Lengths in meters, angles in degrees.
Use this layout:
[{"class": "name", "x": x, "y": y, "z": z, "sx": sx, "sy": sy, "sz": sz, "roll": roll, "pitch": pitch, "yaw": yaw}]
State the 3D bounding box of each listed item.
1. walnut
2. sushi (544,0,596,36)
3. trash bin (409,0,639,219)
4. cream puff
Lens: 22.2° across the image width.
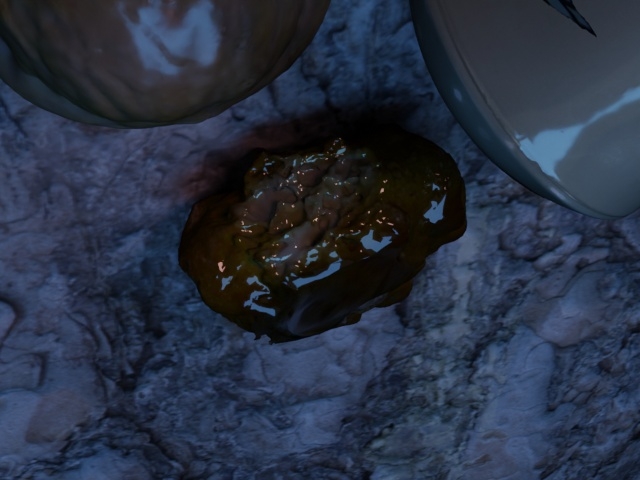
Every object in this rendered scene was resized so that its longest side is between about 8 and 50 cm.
[{"class": "walnut", "x": -0.108, "y": -0.178, "z": 0.989, "sx": 0.248, "sy": 0.248, "sz": 0.248, "roll": -15, "pitch": 151, "yaw": -8}, {"class": "sushi", "x": -0.072, "y": -0.229, "z": 0.742, "sx": 0.100, "sy": 0.296, "sz": 0.373, "roll": -43, "pitch": 126, "yaw": 2}, {"class": "trash bin", "x": 0.267, "y": -0.203, "z": 1.105, "sx": 0.432, "sy": 0.280, "sz": 0.280, "roll": -29, "pitch": 151, "yaw": 31}, {"class": "cream puff", "x": 0.000, "y": 0.000, "z": 1.464, "sx": 0.269, "sy": 0.155, "sz": 0.241, "roll": -6, "pitch": 150, "yaw": -26}]
